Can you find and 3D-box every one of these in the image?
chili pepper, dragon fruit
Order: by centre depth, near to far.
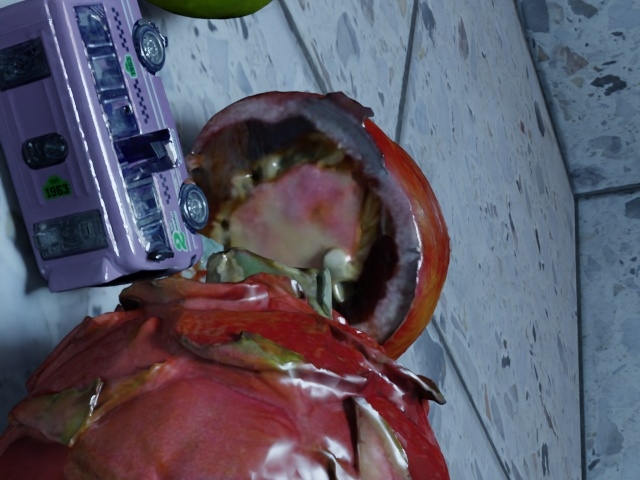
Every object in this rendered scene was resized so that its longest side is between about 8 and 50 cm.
[{"bbox_3d":[-0.059,0.165,0.603,0.277,0.277,0.343,56,41,-47],"label":"dragon fruit"},{"bbox_3d":[0.000,0.000,0.959,0.251,0.229,0.305,51,8,5],"label":"chili pepper"}]

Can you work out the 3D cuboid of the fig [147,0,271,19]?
[{"bbox_3d":[-0.087,-0.279,0.850,0.181,0.191,0.181,21,43,-21],"label":"fig"}]

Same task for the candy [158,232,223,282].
[{"bbox_3d":[-0.095,0.133,0.781,0.086,0.059,0.292,3,76,-30],"label":"candy"}]

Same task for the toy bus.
[{"bbox_3d":[-0.152,-0.064,0.703,0.108,0.096,0.199,-29,106,-63],"label":"toy bus"}]
